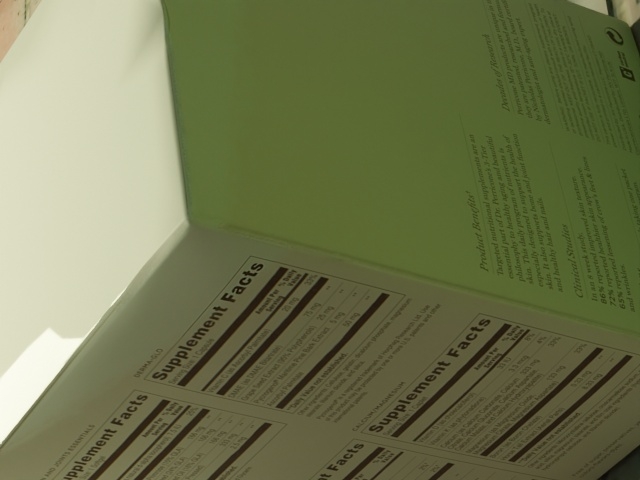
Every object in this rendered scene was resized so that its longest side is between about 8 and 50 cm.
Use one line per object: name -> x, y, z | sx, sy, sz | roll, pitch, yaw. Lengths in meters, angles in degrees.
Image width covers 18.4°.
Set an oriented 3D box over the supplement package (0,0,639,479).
supplement package -> 0.000, 0.000, 0.867 | 0.198, 0.262, 0.199 | -48, 39, 39
